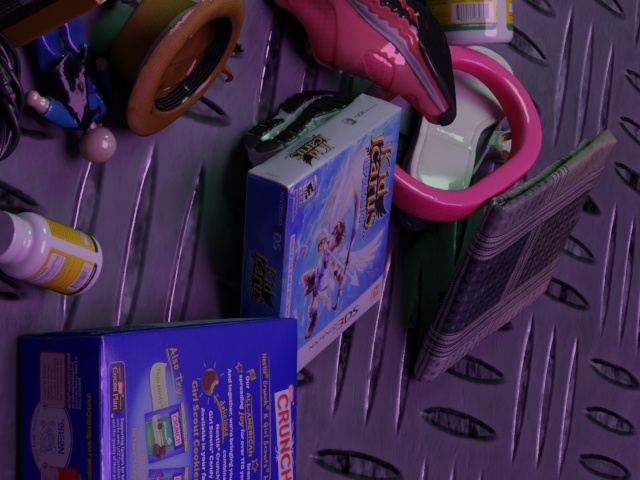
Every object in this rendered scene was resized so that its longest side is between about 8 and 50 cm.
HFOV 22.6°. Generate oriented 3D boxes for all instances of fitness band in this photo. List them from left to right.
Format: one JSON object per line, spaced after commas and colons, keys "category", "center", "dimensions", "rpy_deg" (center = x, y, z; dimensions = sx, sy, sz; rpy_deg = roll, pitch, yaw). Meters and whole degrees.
{"category": "fitness band", "center": [0.165, -0.140, 2.042], "dimensions": [0.209, 0.054, 0.291], "rpy_deg": [50, 49, 7]}

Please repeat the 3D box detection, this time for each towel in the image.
{"category": "towel", "center": [0.259, 0.013, 2.170], "dimensions": [0.324, 0.056, 0.312], "rpy_deg": [-30, 148, -47]}

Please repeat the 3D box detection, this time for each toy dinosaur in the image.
{"category": "toy dinosaur", "center": [-0.123, -0.200, 1.742], "dimensions": [0.082, 0.047, 0.090], "rpy_deg": [-22, 121, -34]}

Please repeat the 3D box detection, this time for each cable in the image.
{"category": "cable", "center": [-0.320, -0.145, 1.448], "dimensions": [0.150, 0.047, 0.184], "rpy_deg": [21, 73, -54]}

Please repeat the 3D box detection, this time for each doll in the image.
{"category": "doll", "center": [-0.244, -0.162, 1.556], "dimensions": [0.129, 0.046, 0.189], "rpy_deg": [-45, 125, -51]}

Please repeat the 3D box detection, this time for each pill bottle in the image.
{"category": "pill bottle", "center": [-0.266, 0.010, 1.515], "dimensions": [0.116, 0.065, 0.065], "rpy_deg": [26, 70, -54]}
{"category": "pill bottle", "center": [0.196, -0.365, 2.133], "dimensions": [0.118, 0.118, 0.208], "rpy_deg": [-11, 100, -55]}

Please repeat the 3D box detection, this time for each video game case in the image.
{"category": "video game case", "center": [0.000, 0.000, 1.836], "dimensions": [0.244, 0.061, 0.269], "rpy_deg": [-40, 143, -49]}

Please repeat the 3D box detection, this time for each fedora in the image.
{"category": "fedora", "center": [-0.156, -0.197, 1.627], "dimensions": [0.194, 0.079, 0.194], "rpy_deg": [-51, 169, -14]}

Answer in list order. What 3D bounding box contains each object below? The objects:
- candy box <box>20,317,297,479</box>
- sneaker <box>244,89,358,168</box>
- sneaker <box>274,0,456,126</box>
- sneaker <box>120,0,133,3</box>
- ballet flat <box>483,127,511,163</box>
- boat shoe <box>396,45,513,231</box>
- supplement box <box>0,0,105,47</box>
{"category": "candy box", "center": [-0.156, 0.217, 1.635], "dimensions": [0.317, 0.122, 0.268], "rpy_deg": [0, 90, -55]}
{"category": "sneaker", "center": [-0.016, -0.112, 1.878], "dimensions": [0.208, 0.081, 0.094], "rpy_deg": [-35, 127, -43]}
{"category": "sneaker", "center": [0.056, -0.243, 1.921], "dimensions": [0.314, 0.136, 0.116], "rpy_deg": [47, 31, -40]}
{"category": "sneaker", "center": [-0.189, -0.319, 1.636], "dimensions": [0.071, 0.068, 0.170], "rpy_deg": [27, 59, -37]}
{"category": "ballet flat", "center": [0.280, -0.135, 2.320], "dimensions": [0.168, 0.052, 0.057], "rpy_deg": [-14, 102, -55]}
{"category": "boat shoe", "center": [0.173, -0.140, 2.155], "dimensions": [0.319, 0.116, 0.099], "rpy_deg": [-65, -177, -40]}
{"category": "supplement box", "center": [-0.237, -0.314, 1.446], "dimensions": [0.194, 0.129, 0.191], "rpy_deg": [58, 44, -16]}
